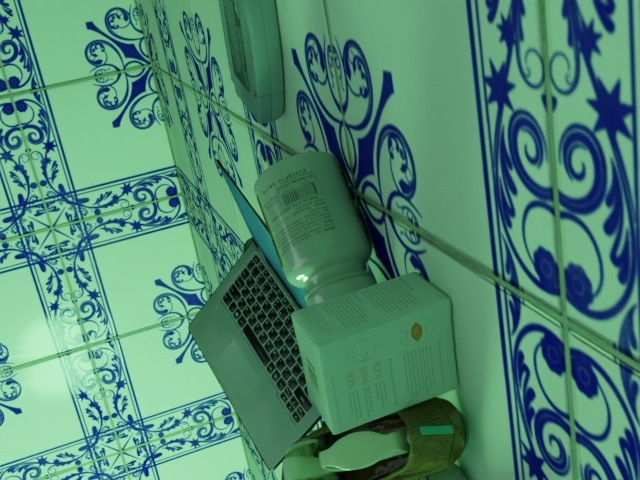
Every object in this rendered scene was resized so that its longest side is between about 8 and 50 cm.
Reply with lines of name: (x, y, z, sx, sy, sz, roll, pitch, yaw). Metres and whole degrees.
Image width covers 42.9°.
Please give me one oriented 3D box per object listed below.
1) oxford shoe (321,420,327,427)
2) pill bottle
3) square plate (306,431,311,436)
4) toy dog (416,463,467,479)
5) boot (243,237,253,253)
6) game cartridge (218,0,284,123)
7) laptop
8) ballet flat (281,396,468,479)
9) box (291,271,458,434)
oxford shoe: (0.090, 0.389, 1.391, 0.096, 0.083, 0.227, 57, 178, -41)
pill bottle: (0.000, 0.000, 1.164, 0.131, 0.131, 0.229, 111, 140, -66)
square plate: (-0.080, 0.464, 2.103, 0.347, 0.049, 0.344, -135, 33, -61)
toy dog: (0.128, 0.469, 1.052, 0.220, 0.161, 0.333, 132, 127, -62)
boot: (-0.075, 0.079, 1.673, 0.161, 0.084, 0.246, -49, 58, 58)
game cartridge: (-0.121, -0.359, 1.382, 0.196, 0.060, 0.294, -120, 19, -52)
laptop: (-0.135, 0.145, 1.484, 0.408, 0.236, 0.382, -51, 53, 20)
ballet flat: (0.031, 0.286, 1.058, 0.342, 0.124, 0.116, -29, 63, 39)
box: (0.067, 0.132, 0.983, 0.091, 0.171, 0.130, -137, 34, -60)
